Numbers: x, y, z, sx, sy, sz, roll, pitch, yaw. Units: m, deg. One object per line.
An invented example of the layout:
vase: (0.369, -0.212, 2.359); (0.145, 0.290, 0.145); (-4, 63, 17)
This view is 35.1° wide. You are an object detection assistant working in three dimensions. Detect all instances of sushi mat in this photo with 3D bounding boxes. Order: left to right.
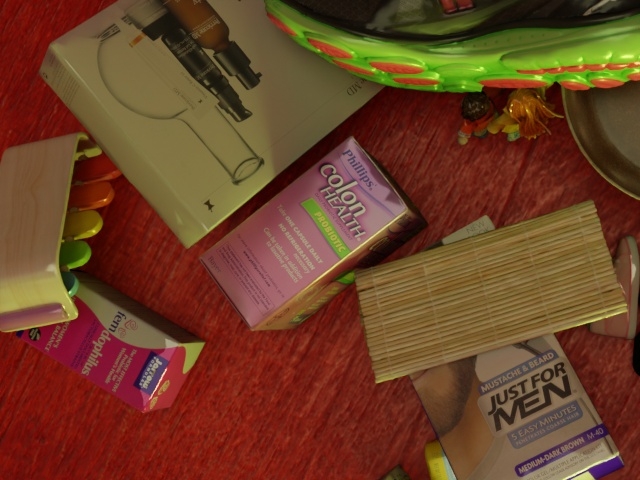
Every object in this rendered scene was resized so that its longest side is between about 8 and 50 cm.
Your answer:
sushi mat: (0.197, 0.062, 1.231); (0.317, 0.019, 0.151); (-18, 66, 12)

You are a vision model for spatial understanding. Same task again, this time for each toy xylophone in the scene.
toy xylophone: (-0.410, -0.027, 1.393); (0.236, 0.081, 0.322); (-4, 53, 16)

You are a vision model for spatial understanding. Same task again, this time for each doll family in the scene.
doll family: (0.278, -0.218, 1.286); (0.118, 0.163, 0.263); (31, 93, 13)

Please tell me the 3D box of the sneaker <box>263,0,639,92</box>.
sneaker: (0.170, -0.284, 1.173); (0.483, 0.185, 0.202); (4, 85, 18)

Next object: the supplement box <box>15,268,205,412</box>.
supplement box: (-0.291, 0.137, 1.415); (0.220, 0.114, 0.111); (28, 91, 11)

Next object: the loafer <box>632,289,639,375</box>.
loafer: (0.443, 0.093, 1.288); (0.061, 0.062, 0.170); (9, 91, -9)

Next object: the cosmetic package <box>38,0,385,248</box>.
cosmetic package: (-0.113, -0.215, 1.281); (0.377, 0.097, 0.284); (-42, 96, -28)

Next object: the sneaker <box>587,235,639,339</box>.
sneaker: (0.371, 0.059, 1.303); (0.070, 0.051, 0.134); (3, 91, 8)

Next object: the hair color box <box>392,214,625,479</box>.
hair color box: (0.211, 0.161, 1.258); (0.185, 0.110, 0.338); (-29, 61, 9)

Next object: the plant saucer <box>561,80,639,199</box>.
plant saucer: (0.436, -0.187, 1.156); (0.311, 0.050, 0.310); (0, 91, 24)

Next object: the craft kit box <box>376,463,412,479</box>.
craft kit box: (0.136, 0.402, 1.231); (0.061, 0.250, 0.246); (-43, 80, 7)

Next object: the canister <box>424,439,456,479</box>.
canister: (0.231, 0.300, 1.307); (0.170, 0.073, 0.126); (-17, 81, 13)

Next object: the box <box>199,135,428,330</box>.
box: (0.000, 0.000, 1.307); (0.243, 0.213, 0.117); (-39, 79, 7)
